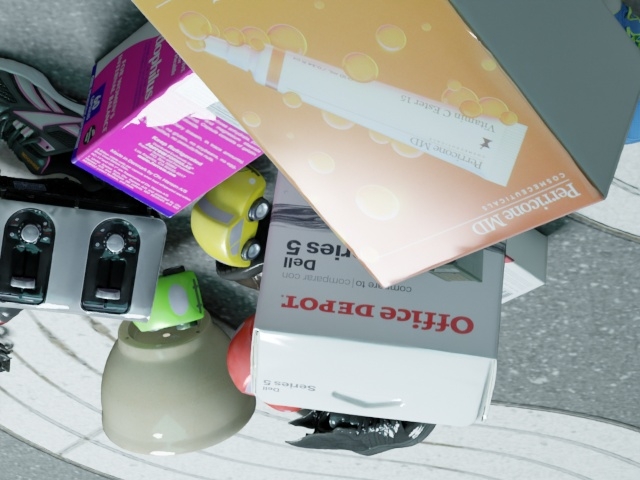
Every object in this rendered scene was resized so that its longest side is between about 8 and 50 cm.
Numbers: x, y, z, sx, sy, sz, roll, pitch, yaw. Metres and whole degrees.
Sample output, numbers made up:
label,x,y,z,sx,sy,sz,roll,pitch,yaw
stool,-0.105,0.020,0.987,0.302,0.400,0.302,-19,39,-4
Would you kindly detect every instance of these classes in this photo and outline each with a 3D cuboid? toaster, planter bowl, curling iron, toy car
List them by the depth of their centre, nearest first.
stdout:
label,x,y,z,sx,sy,sz,roll,pitch,yaw
toaster,-0.238,0.002,1.757,0.168,0.110,0.185,8,-171,-13
toy car,-0.118,0.056,1.816,0.225,0.239,0.053,-9,-175,45
planter bowl,-0.152,0.130,1.965,0.162,0.162,0.109,-1,117,12
curling iron,-0.319,0.074,2.001,0.068,0.035,0.274,18,145,-21

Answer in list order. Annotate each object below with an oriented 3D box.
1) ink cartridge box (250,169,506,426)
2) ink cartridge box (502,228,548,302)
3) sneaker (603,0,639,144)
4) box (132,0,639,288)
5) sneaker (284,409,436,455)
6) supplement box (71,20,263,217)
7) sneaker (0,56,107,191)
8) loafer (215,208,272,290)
label,x,y,z,sx,sy,sz,roll,pitch,yaw
ink cartridge box,0.056,0.003,1.612,0.198,0.273,0.115,6,146,2
ink cartridge box,0.133,0.021,1.816,0.099,0.056,0.135,32,138,-31
sneaker,0.237,-0.156,1.533,0.126,0.091,0.240,-9,146,-9
box,0.043,-0.166,1.384,0.215,0.168,0.345,-24,118,38
sneaker,0.046,0.198,2.095,0.089,0.051,0.170,24,146,-30
supplement box,-0.096,-0.127,1.596,0.114,0.111,0.220,30,139,-29
sneaker,-0.253,-0.100,1.697,0.178,0.077,0.072,20,143,-16
loafer,0.000,0.000,1.803,0.220,0.080,0.078,-13,146,43
